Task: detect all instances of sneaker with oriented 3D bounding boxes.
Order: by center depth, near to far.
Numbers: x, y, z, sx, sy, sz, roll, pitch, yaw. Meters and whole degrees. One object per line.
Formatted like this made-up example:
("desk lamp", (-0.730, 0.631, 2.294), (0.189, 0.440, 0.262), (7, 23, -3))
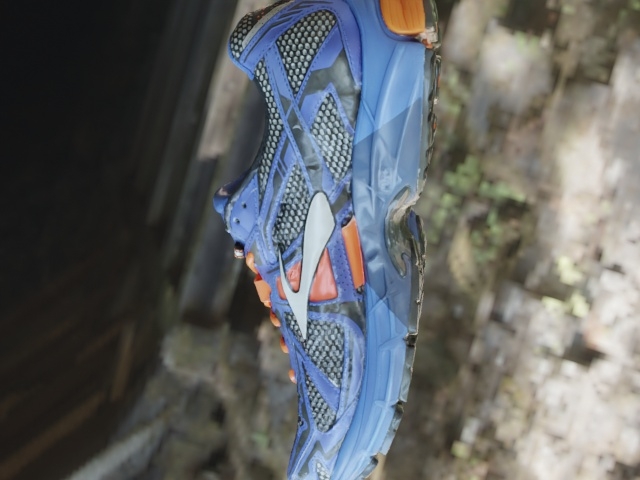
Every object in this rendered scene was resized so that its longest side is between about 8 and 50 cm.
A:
("sneaker", (0.000, 0.000, 0.719), (0.087, 0.221, 0.083), (5, -163, 6))
